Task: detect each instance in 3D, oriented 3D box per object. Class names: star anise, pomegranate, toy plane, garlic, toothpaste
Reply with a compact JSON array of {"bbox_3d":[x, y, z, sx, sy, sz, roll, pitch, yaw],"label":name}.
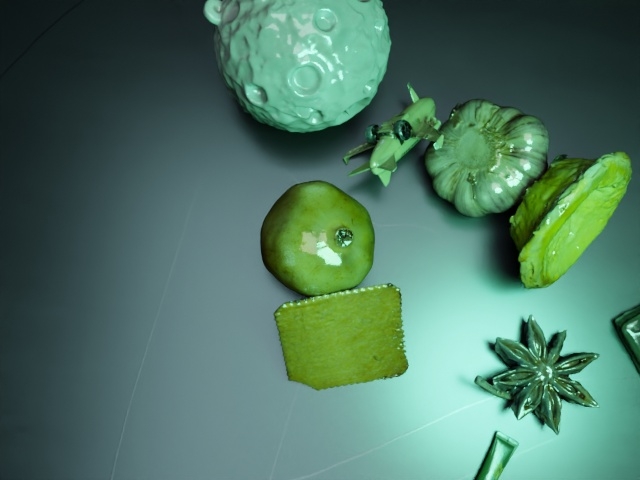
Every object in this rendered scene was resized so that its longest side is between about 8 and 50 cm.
[{"bbox_3d":[0.407,0.258,1.540,0.262,0.081,0.230,-9,81,-13],"label":"star anise"},{"bbox_3d":[-0.004,0.002,1.513,0.233,0.233,0.233,0,81,0],"label":"pomegranate"},{"bbox_3d":[0.158,-0.208,1.580,0.104,0.242,0.256,50,55,-30],"label":"toy plane"},{"bbox_3d":[0.332,-0.157,1.570,0.245,0.160,0.245,-10,73,34],"label":"garlic"},{"bbox_3d":[0.313,0.463,1.533,0.049,0.031,0.204,30,80,2],"label":"toothpaste"}]

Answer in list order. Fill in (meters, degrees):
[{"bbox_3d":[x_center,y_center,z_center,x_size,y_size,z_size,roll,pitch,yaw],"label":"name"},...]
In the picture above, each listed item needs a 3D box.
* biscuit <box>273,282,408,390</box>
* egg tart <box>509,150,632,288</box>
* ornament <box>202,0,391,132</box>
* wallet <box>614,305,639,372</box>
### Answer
[{"bbox_3d":[0.043,0.188,1.511,0.236,0.013,0.232,-10,124,-1],"label":"biscuit"},{"bbox_3d":[0.448,-0.051,1.501,0.120,0.315,0.315,39,82,28],"label":"egg tart"},{"bbox_3d":[-0.029,-0.359,1.509,0.337,0.337,0.337,0,81,0],"label":"ornament"},{"bbox_3d":[0.715,0.171,1.577,0.245,0.052,0.169,-29,86,-7],"label":"wallet"}]
